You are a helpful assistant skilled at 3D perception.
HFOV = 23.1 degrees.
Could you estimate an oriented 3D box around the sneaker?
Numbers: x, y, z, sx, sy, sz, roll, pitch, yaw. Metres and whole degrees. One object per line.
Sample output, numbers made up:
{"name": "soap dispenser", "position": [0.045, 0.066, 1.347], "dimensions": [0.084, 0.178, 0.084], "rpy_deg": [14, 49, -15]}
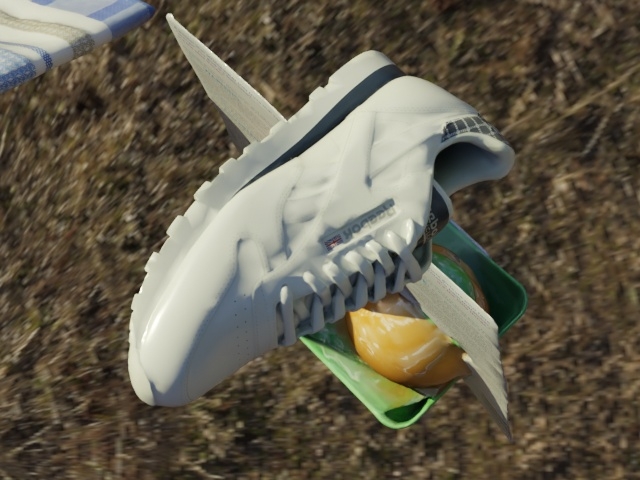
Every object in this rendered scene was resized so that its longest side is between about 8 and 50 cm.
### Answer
{"name": "sneaker", "position": [0.000, 0.000, 0.768], "dimensions": [0.095, 0.090, 0.235], "rpy_deg": [33, 61, 17]}

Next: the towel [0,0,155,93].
{"name": "towel", "position": [-0.286, -0.156, 1.160], "dimensions": [0.285, 0.209, 0.034], "rpy_deg": [-36, 137, -50]}

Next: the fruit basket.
{"name": "fruit basket", "position": [0.036, -0.005, 1.194], "dimensions": [0.165, 0.353, 0.327], "rpy_deg": [-41, 69, -12]}
